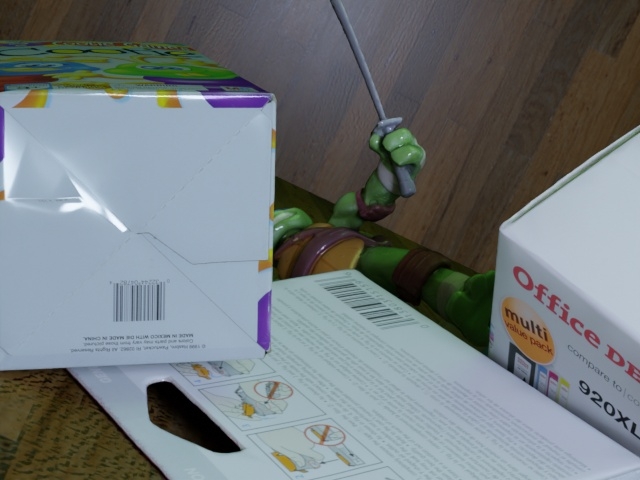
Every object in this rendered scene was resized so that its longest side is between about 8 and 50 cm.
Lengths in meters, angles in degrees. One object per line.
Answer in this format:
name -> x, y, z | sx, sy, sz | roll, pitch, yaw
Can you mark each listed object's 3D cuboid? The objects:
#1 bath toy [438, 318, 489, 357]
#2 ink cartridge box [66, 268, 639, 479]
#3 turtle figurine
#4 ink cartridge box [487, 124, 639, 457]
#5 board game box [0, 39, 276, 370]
bath toy -> 0.193, 0.115, 1.163 | 0.348, 0.129, 0.151 | 10, 61, -62
ink cartridge box -> -0.001, 0.105, 0.721 | 0.239, 0.060, 0.275 | -9, 26, -33
turtle figurine -> 0.000, 0.000, 0.985 | 0.198, 0.274, 0.266 | -18, 35, -28
ink cartridge box -> 0.212, 0.069, 0.768 | 0.171, 0.168, 0.232 | 41, -28, 31
board game box -> -0.126, -0.036, 0.774 | 0.144, 0.142, 0.275 | -1, 13, -15
